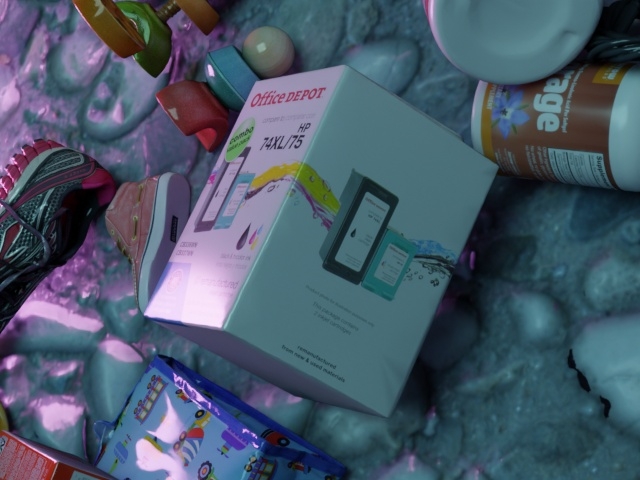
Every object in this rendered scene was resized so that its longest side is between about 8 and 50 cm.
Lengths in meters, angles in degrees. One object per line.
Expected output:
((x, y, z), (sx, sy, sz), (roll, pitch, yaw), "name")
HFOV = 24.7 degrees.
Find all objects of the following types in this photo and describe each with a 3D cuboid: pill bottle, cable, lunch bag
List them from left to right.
((-0.154, 0.257, 1.510), (0.293, 0.138, 0.221), (28, 90, 43), "lunch bag")
((0.167, -0.283, 1.423), (0.161, 0.161, 0.283), (-34, 30, 16), "pill bottle")
((0.263, -0.111, 1.389), (0.216, 0.121, 0.121), (8, 77, 32), "pill bottle")
((0.320, -0.195, 1.375), (0.150, 0.047, 0.184), (-7, 25, 7), "cable")

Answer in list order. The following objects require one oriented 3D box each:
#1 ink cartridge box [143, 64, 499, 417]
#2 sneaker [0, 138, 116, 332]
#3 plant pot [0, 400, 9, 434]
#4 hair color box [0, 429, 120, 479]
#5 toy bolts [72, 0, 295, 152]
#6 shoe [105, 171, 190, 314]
((0.000, 0.000, 1.406), (0.198, 0.197, 0.270), (1, 64, 61), "ink cartridge box")
((-0.353, 0.020, 1.688), (0.112, 0.121, 0.299), (21, 76, 29), "sneaker")
((-0.494, 0.244, 1.671), (0.188, 0.205, 0.205), (-46, 55, 27), "plant pot")
((-0.271, 0.248, 1.509), (0.167, 0.093, 0.053), (10, 77, 60), "hair color box")
((-0.142, -0.238, 1.637), (0.158, 0.218, 0.228), (-39, 76, 6), "toy bolts")
((-0.201, 0.009, 1.655), (0.081, 0.063, 0.178), (-8, 64, 29), "shoe")
